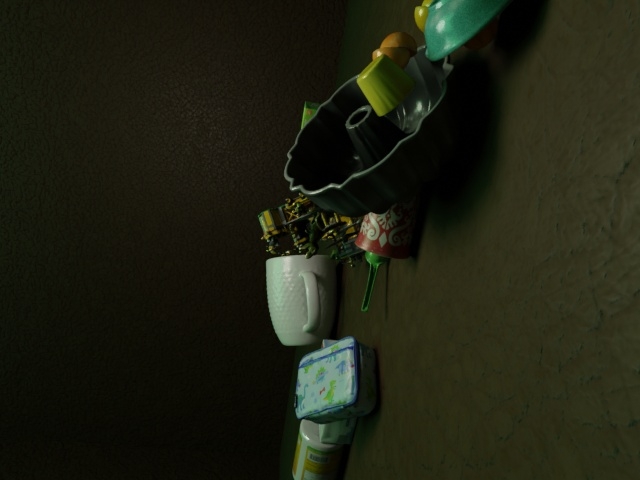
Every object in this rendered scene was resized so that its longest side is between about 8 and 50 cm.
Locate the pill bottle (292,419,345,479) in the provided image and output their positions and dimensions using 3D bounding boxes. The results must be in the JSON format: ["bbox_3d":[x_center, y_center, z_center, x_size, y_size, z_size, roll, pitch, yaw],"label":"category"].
[{"bbox_3d":[-0.008,0.637,1.179,0.136,0.137,0.245,-100,18,-69],"label":"pill bottle"}]

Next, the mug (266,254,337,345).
[{"bbox_3d":[-0.059,0.228,1.534,0.374,0.276,0.327,140,128,-74],"label":"mug"}]

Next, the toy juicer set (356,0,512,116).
[{"bbox_3d":[0.202,-0.316,0.558,0.329,0.089,0.209,-35,23,34],"label":"toy juicer set"}]

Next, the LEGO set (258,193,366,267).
[{"bbox_3d":[0.000,0.000,1.081,0.331,0.255,0.192,39,-149,-78],"label":"LEGO set"}]

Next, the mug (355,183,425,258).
[{"bbox_3d":[0.141,-0.066,0.820,0.150,0.113,0.169,-110,31,-72],"label":"mug"}]

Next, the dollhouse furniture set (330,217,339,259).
[{"bbox_3d":[0.068,-0.006,1.531,0.058,0.076,0.151,107,168,-65],"label":"dollhouse furniture set"}]

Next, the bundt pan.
[{"bbox_3d":[0.099,-0.170,0.703,0.331,0.124,0.330,-29,37,24],"label":"bundt pan"}]

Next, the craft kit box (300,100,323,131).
[{"bbox_3d":[0.059,-0.234,1.113,0.061,0.247,0.249,-92,12,-52],"label":"craft kit box"}]

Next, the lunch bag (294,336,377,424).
[{"bbox_3d":[0.032,0.339,0.983,0.219,0.090,0.176,-32,38,37],"label":"lunch bag"}]

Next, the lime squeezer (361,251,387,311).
[{"bbox_3d":[0.138,0.007,0.945,0.110,0.059,0.310,-76,-6,-83],"label":"lime squeezer"}]

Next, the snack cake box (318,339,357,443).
[{"bbox_3d":[0.044,0.429,1.178,0.264,0.089,0.152,-99,16,-68],"label":"snack cake box"}]
